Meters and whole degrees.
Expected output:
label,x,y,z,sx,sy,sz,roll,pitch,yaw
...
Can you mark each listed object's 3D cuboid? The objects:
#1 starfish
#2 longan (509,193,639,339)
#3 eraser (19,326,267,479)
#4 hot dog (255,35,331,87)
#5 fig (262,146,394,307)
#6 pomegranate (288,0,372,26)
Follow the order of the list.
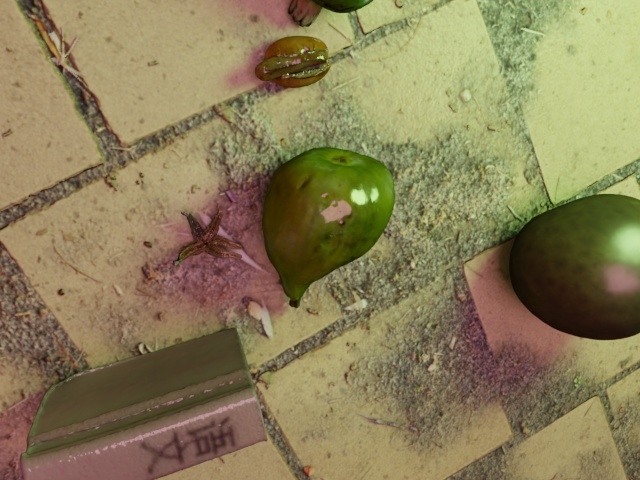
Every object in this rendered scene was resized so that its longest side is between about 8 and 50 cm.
label,x,y,z,sx,sy,sz,roll,pitch,yaw
starfish,-0.220,0.003,1.054,0.130,0.041,0.133,-36,104,-14
longan,0.554,0.054,1.164,0.319,0.319,0.319,-4,104,-15
eraser,-0.292,0.292,0.987,0.359,0.272,0.122,-15,109,-10
hot dog,-0.049,-0.317,1.016,0.140,0.060,0.090,-6,100,-11
fig,0.001,-0.010,1.017,0.233,0.233,0.314,12,94,-18
pomegranate,0.017,-0.451,0.959,0.180,0.180,0.210,26,133,-20
